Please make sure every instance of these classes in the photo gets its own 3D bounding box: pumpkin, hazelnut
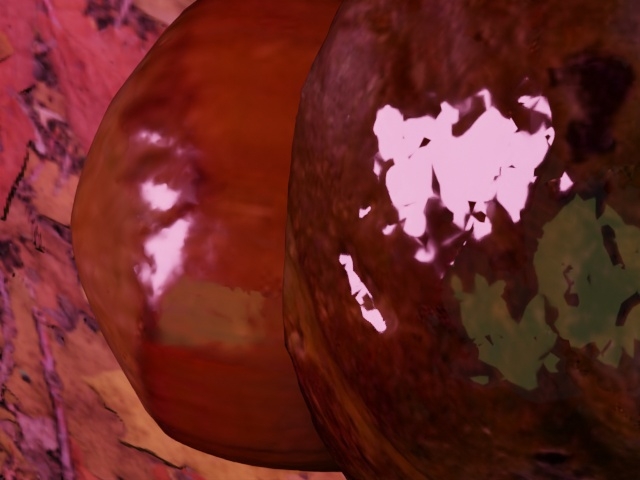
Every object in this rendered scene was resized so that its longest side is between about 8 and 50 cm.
[{"bbox_3d":[0.077,0.002,0.632,0.148,0.169,0.312,4,108,-17],"label":"pumpkin"},{"bbox_3d":[-0.002,0.005,0.790,0.210,0.186,0.210,20,115,50],"label":"hazelnut"}]
